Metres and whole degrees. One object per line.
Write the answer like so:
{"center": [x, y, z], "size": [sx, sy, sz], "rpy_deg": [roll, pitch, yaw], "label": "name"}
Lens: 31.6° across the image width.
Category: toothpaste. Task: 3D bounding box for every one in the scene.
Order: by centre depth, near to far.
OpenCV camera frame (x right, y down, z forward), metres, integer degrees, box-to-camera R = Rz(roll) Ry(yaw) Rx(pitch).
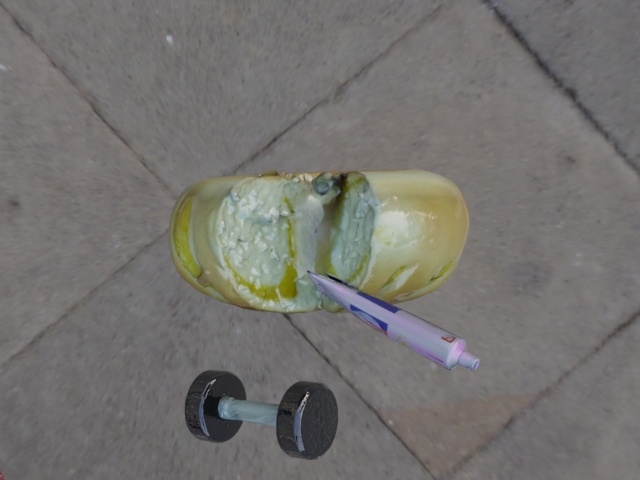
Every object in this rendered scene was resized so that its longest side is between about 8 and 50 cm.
{"center": [0.060, 0.068, 0.950], "size": [0.170, 0.045, 0.028], "rpy_deg": [26, 76, 31], "label": "toothpaste"}

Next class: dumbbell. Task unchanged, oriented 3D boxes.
{"center": [-0.079, 0.226, 1.481], "size": [0.191, 0.100, 0.100], "rpy_deg": [2, 91, 34], "label": "dumbbell"}

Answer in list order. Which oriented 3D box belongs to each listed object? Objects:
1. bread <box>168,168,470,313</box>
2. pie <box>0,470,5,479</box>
{"center": [0.000, 0.000, 1.259], "size": [0.333, 0.333, 0.160], "rpy_deg": [-1, 94, -5], "label": "bread"}
{"center": [-0.568, 0.397, 1.804], "size": [0.153, 0.038, 0.153], "rpy_deg": [5, 105, 17], "label": "pie"}
